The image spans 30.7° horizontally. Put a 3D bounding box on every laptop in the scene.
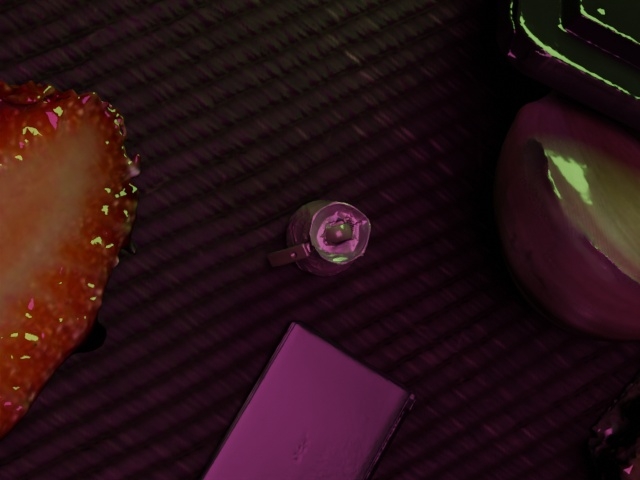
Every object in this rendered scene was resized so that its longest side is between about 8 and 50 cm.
[{"bbox_3d":[-0.014,0.172,0.954,0.129,0.016,0.180,33,78,-11],"label":"laptop"}]

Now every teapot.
[{"bbox_3d":[0.000,0.000,0.944,0.083,0.064,0.064,-24,92,-16],"label":"teapot"}]

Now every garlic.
[{"bbox_3d":[0.247,-0.030,0.938,0.237,0.210,0.292,-42,81,-6],"label":"garlic"}]

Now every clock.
[{"bbox_3d":[0.277,-0.185,0.968,0.279,0.049,0.273,24,44,-13],"label":"clock"}]

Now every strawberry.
[{"bbox_3d":[-0.263,0.019,0.855,0.306,0.137,0.233,-43,117,-40],"label":"strawberry"}]

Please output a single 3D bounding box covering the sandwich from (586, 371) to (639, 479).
[{"bbox_3d":[0.369,0.236,0.999,0.262,0.131,0.325,-10,91,-15],"label":"sandwich"}]
